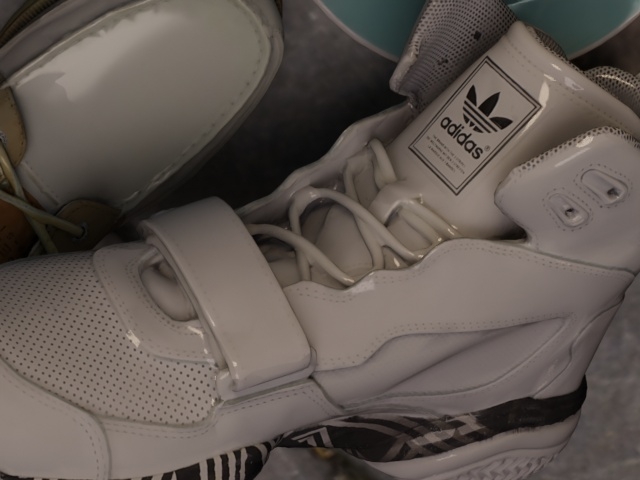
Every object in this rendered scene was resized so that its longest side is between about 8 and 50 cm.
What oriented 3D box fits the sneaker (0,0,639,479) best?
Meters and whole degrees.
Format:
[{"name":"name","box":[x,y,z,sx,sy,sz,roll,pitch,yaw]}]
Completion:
[{"name":"sneaker","box":[0.000,0.000,0.745,0.365,0.137,0.210,1,128,-39]}]

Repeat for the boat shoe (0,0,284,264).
[{"name":"boat shoe","box":[-0.139,-0.019,0.814,0.302,0.103,0.113,-36,114,18]}]

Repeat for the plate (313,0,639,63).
[{"name":"plate","box":[0.072,-0.159,0.784,0.188,0.024,0.188,0,120,0]}]
